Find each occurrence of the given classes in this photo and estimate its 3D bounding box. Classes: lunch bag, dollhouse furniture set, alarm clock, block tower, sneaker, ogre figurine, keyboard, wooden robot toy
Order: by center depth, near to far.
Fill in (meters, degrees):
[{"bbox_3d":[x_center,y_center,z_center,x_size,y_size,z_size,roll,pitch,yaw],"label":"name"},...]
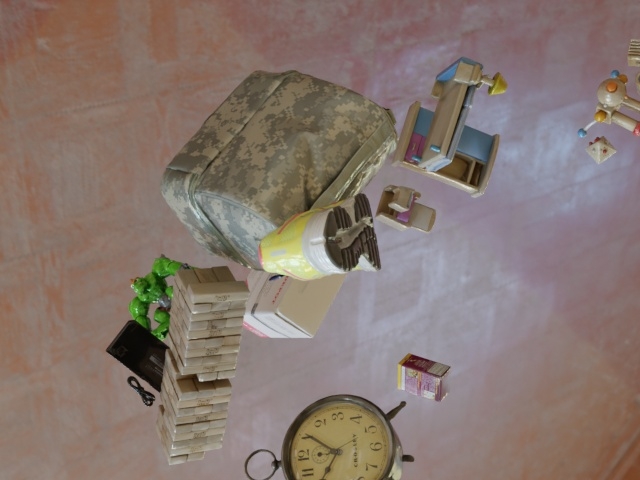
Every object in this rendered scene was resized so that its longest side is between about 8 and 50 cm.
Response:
[{"bbox_3d":[0.000,0.000,0.894,0.208,0.094,0.082,2,76,-71],"label":"sneaker"},{"bbox_3d":[0.007,0.243,0.989,0.192,0.129,0.064,-8,146,11],"label":"alarm clock"},{"bbox_3d":[0.388,-0.186,1.140,0.173,0.076,0.079,-60,153,-4],"label":"wooden robot toy"},{"bbox_3d":[-0.053,-0.099,1.349,0.305,0.256,0.213,-51,128,-24],"label":"lunch bag"},{"bbox_3d":[-0.190,0.193,1.398,0.091,0.097,0.335,-4,125,-27],"label":"block tower"},{"bbox_3d":[-0.294,0.232,1.561,0.180,0.023,0.108,40,56,-11],"label":"keyboard"},{"bbox_3d":[0.276,-0.158,1.724,0.198,0.303,0.286,20,80,-10],"label":"dollhouse furniture set"},{"bbox_3d":[-0.320,0.116,1.776,0.097,0.118,0.197,-8,127,-45],"label":"ogre figurine"}]

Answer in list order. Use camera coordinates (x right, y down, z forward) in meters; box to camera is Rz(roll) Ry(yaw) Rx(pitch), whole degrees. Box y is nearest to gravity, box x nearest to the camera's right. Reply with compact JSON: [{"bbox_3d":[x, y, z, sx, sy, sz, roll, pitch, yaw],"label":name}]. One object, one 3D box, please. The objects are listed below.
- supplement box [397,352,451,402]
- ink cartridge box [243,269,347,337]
[{"bbox_3d":[0.179,0.236,1.537,0.043,0.083,0.055,-34,131,-49],"label":"supplement box"},{"bbox_3d":[-0.064,0.097,1.754,0.100,0.237,0.172,36,70,-20],"label":"ink cartridge box"}]
